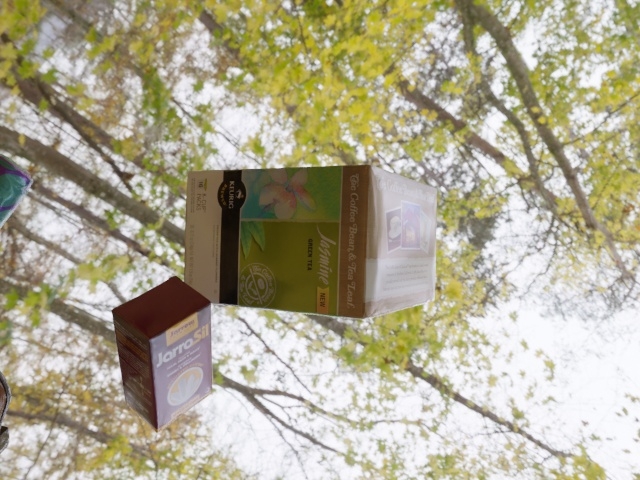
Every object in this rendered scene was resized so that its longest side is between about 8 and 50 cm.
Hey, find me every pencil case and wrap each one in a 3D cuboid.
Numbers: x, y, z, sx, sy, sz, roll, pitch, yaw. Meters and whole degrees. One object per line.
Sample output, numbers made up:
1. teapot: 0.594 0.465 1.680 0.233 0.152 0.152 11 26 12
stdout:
1. pencil case: -0.388 -0.028 0.605 0.151 0.070 0.064 -56 171 -7

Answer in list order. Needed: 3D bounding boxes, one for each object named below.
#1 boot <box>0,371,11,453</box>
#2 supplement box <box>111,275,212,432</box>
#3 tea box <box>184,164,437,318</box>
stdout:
1. boot: -0.744 0.389 1.056 0.280 0.096 0.264 -49 154 -68
2. supplement box: -0.215 0.159 0.762 0.081 0.188 0.104 29 -140 28
3. tea box: 0.000 0.000 0.935 0.324 0.329 0.219 1 -91 29
